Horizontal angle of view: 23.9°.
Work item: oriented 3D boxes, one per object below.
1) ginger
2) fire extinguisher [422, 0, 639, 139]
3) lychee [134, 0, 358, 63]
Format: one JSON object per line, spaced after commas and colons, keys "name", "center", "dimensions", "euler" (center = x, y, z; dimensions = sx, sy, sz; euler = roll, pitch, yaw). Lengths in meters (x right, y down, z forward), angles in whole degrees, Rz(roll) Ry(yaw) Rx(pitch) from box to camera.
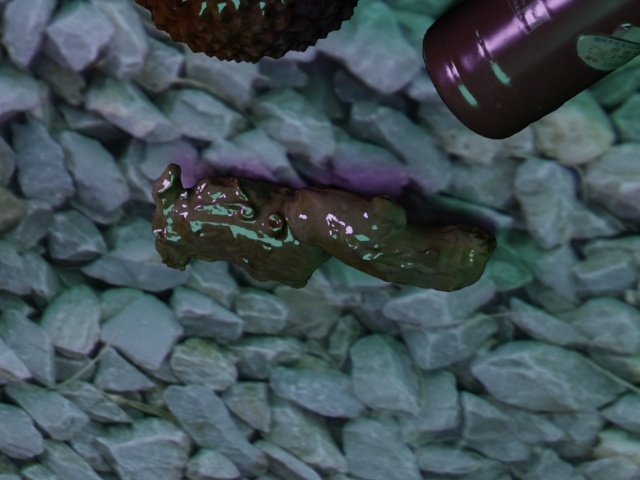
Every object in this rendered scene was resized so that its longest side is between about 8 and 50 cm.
{"name": "ginger", "center": [-0.002, 0.000, 1.242], "dimensions": [0.290, 0.084, 0.122], "euler": [6, 124, 14]}
{"name": "fire extinguisher", "center": [0.217, -0.177, 0.976], "dimensions": [0.102, 0.138, 0.344], "euler": [41, 131, -20]}
{"name": "lychee", "center": [-0.046, -0.202, 1.030], "dimensions": [0.188, 0.188, 0.188], "euler": [10, 132, 11]}
